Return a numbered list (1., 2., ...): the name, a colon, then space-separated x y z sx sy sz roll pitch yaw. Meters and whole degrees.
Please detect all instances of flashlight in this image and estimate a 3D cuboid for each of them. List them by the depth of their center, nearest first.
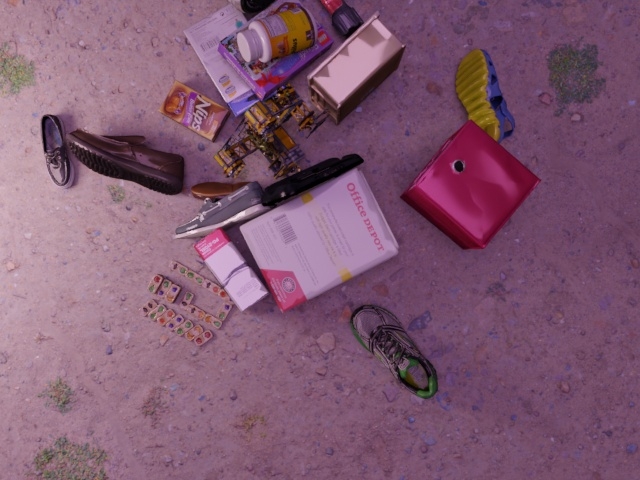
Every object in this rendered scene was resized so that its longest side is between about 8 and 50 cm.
1. flashlight: 0.004 -0.750 1.925 0.103 0.103 0.304 -36 88 -2

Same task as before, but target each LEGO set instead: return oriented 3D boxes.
1. LEGO set: -0.129 -0.266 1.811 0.192 0.255 0.331 50 131 1

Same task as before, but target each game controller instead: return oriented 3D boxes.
1. game controller: -0.020 -0.172 1.818 0.319 0.166 0.067 -29 108 -36

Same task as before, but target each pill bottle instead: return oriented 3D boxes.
1. pill bottle: -0.123 -0.577 1.805 0.214 0.117 0.117 -25 89 -19

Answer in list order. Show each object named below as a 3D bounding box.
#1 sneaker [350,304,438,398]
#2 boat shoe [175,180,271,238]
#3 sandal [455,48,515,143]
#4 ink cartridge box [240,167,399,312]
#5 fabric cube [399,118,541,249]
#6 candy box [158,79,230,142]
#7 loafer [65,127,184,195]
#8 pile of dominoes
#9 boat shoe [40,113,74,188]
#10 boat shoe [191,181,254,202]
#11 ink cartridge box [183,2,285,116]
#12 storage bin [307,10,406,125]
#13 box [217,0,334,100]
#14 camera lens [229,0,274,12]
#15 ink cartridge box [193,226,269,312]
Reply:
1. sneaker: 0.228 0.323 1.880 0.343 0.146 0.134 44 89 1
2. boat shoe: -0.297 -0.083 1.881 0.319 0.116 0.099 -19 84 21
3. sandal: 0.503 -0.423 1.927 0.138 0.126 0.318 -2 80 -36
4. ink cartridge box: 0.000 0.000 1.878 0.384 0.160 0.279 -26 89 0
5. fabric cube: 0.419 -0.149 1.836 0.258 0.259 0.254 41 88 1
6. candy box: -0.381 -0.391 1.940 0.186 0.053 0.109 29 88 -1
7. loafer: -0.574 -0.253 1.912 0.365 0.134 0.130 22 65 -9
8. pile of dominoes: -0.407 0.195 1.931 0.251 0.040 0.196 30 88 1
9. boat shoe: -0.799 -0.271 1.921 0.080 0.076 0.229 -6 89 0
10. boat shoe: -0.286 -0.133 1.925 0.206 0.073 0.073 2 129 6
11. ink cartridge box: -0.257 -0.545 1.938 0.185 0.065 0.311 -31 87 -4
12. storage bin: 0.101 -0.481 1.840 0.262 0.260 0.123 -44 88 -1
13. box: -0.131 -0.580 1.897 0.293 0.057 0.201 -42 91 -20
14. camera lens: -0.237 -0.822 1.857 0.219 0.219 0.274 -44 81 -1
15. ink cartridge box: -0.259 0.091 1.864 0.100 0.172 0.237 -36 89 -9
